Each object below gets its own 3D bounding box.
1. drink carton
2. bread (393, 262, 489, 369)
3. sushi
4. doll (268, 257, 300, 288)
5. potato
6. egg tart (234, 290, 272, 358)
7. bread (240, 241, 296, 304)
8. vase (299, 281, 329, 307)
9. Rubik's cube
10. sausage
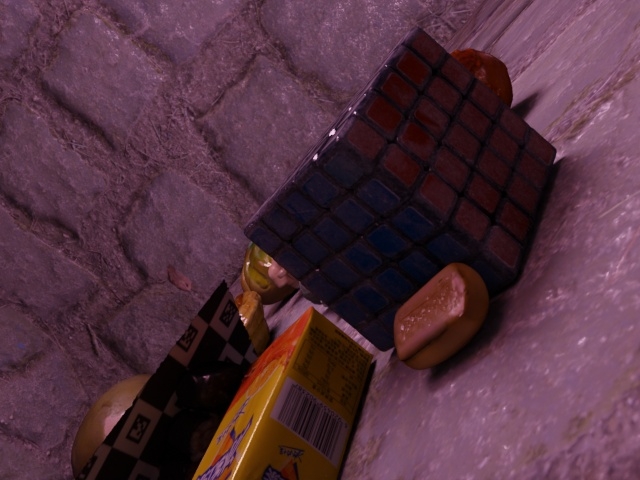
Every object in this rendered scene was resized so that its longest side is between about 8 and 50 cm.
[{"bbox_3d":[-0.056,0.241,0.795,0.154,0.111,0.351,-47,10,32],"label":"drink carton"},{"bbox_3d":[0.123,0.079,0.719,0.115,0.056,0.082,-49,29,32],"label":"bread"},{"bbox_3d":[-0.148,0.274,0.969,0.339,0.069,0.320,-55,-31,-34],"label":"sushi"},{"bbox_3d":[0.000,0.000,1.661,0.278,0.119,0.154,-43,5,-21],"label":"doll"},{"bbox_3d":[-0.327,0.370,1.308,0.243,0.221,0.326,-49,12,-8],"label":"potato"},{"bbox_3d":[-0.204,0.245,1.604,0.290,0.115,0.290,-51,8,10],"label":"egg tart"},{"bbox_3d":[-0.087,0.034,1.792,0.260,0.158,0.156,-55,12,-17],"label":"bread"},{"bbox_3d":[0.015,0.083,1.274,0.081,0.081,0.149,-51,12,-5],"label":"vase"},{"bbox_3d":[0.092,-0.053,0.848,0.237,0.237,0.238,-40,12,49],"label":"Rubik's cube"},{"bbox_3d":[0.212,-0.210,1.228,0.141,0.153,0.268,-61,10,-28],"label":"sausage"}]
